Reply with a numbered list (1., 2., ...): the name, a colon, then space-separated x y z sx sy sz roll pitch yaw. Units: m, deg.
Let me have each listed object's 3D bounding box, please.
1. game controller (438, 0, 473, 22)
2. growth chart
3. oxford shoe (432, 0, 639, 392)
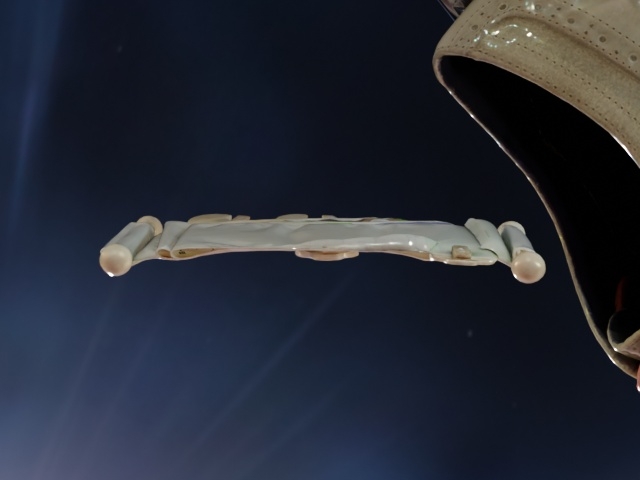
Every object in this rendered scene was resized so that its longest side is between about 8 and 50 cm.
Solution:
1. game controller: 0.180 -0.122 0.870 0.319 0.166 0.067 49 -22 -19
2. growth chart: 0.000 0.000 0.812 0.237 0.172 0.021 0 -84 9
3. oxford shoe: 0.168 0.037 0.574 0.348 0.130 0.123 53 -23 2
